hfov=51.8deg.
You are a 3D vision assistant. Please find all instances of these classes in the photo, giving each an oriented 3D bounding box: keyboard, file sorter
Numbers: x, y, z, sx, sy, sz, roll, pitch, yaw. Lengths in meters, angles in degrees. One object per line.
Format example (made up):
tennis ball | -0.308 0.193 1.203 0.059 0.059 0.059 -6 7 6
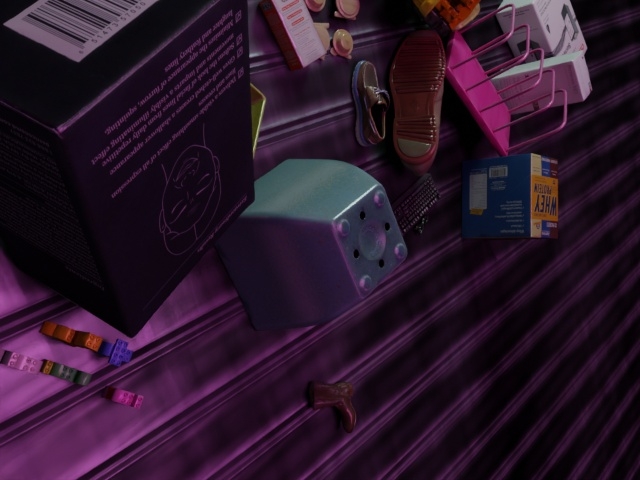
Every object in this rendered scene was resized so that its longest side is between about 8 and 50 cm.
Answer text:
keyboard | 0.229 -0.073 1.547 0.180 0.023 0.108 -41 117 -36
file sorter | 0.460 -0.396 1.620 0.290 0.182 0.202 48 40 -27

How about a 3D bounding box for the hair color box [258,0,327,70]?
hair color box | -0.051 -0.406 1.261 0.072 0.043 0.141 -40 116 -29

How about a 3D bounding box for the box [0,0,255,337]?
box | -0.248 -0.123 0.813 0.293 0.212 0.395 -53 162 -32

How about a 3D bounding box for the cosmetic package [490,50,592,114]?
cosmetic package | 0.588 -0.416 1.764 0.085 0.231 0.117 -42 117 -40

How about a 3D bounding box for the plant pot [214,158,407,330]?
plant pot | 0.000 0.000 1.159 0.248 0.252 0.247 -39 115 -38

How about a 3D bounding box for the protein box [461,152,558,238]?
protein box | 0.477 -0.104 1.668 0.136 0.200 0.201 2 88 -44

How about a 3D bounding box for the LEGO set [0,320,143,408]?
LEGO set | -0.331 0.170 0.937 0.227 0.093 0.087 32 67 -39

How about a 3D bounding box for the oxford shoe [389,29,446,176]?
oxford shoe | 0.220 -0.314 1.509 0.130 0.123 0.348 59 39 -67

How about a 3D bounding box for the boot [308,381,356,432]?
boot | 0.021 0.335 1.318 0.114 0.037 0.106 11 68 -47

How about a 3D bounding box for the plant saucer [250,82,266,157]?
plant saucer | -0.183 -0.221 1.104 0.188 0.045 0.188 37 47 -38

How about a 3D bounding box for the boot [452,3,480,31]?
boot | 0.330 -0.688 1.626 0.236 0.089 0.269 -42 117 -23

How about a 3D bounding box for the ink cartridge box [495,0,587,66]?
ink cartridge box | 0.644 -0.601 1.902 0.289 0.122 0.211 53 56 -30

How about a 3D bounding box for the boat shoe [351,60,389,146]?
boat shoe | 0.114 -0.296 1.409 0.066 0.066 0.183 -8 94 -45

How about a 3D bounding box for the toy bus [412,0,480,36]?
toy bus | 0.251 -0.590 1.491 0.211 0.149 0.220 49 21 13

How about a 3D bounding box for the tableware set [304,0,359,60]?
tableware set | 0.021 -0.451 1.352 0.141 0.020 0.168 1 93 -39
